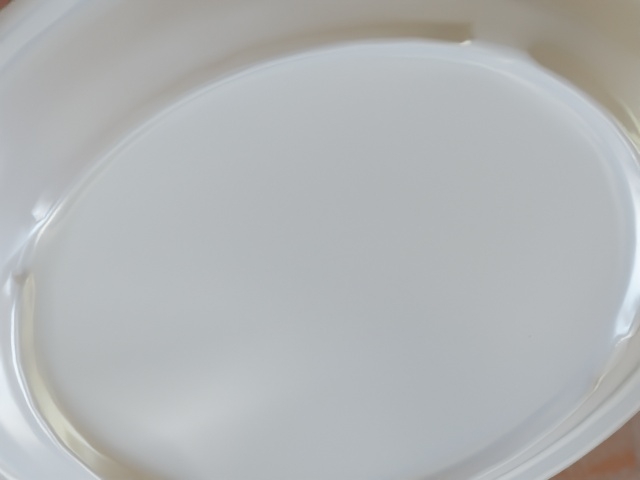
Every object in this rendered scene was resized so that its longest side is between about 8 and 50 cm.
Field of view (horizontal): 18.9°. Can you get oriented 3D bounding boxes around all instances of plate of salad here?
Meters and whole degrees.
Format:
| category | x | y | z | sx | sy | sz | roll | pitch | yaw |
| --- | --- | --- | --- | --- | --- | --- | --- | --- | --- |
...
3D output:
| category | x | y | z | sx | sy | sz | roll | pitch | yaw |
| --- | --- | --- | --- | --- | --- | --- | --- | --- | --- |
| plate of salad | 0.000 | 0.000 | 0.429 | 0.200 | 0.048 | 0.200 | -8 | 132 | -9 |
